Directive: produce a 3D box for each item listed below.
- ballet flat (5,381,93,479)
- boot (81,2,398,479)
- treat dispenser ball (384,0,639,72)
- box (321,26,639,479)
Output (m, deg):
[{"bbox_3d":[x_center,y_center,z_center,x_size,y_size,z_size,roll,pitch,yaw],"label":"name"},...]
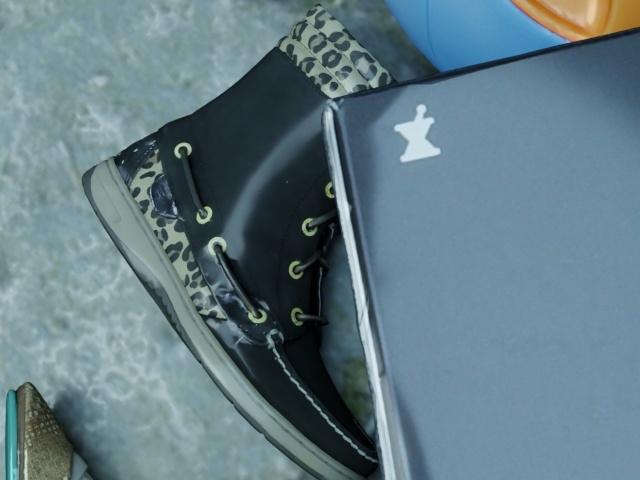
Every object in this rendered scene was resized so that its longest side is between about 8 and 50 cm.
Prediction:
[{"bbox_3d":[-0.148,0.184,0.650,0.067,0.073,0.206,2,82,-13],"label":"ballet flat"},{"bbox_3d":[-0.001,-0.001,0.631,0.178,0.085,0.236,-40,74,1],"label":"boot"},{"bbox_3d":[0.154,-0.182,0.518,0.288,0.288,0.288,-3,79,14],"label":"treat dispenser ball"},{"bbox_3d":[0.202,0.035,0.442,0.343,0.312,0.179,-12,77,9],"label":"box"}]
